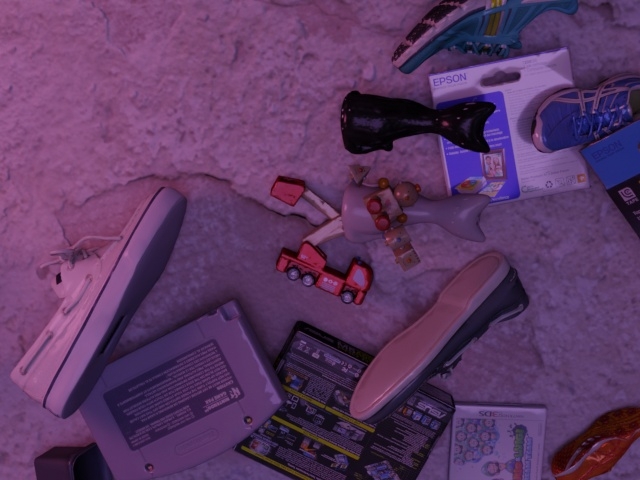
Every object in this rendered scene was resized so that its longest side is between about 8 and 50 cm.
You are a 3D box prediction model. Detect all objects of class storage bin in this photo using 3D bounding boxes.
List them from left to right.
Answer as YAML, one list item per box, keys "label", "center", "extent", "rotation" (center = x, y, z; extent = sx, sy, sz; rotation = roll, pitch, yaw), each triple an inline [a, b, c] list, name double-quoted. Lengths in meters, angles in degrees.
- label: "storage bin"
  center: [-0.372, 0.370, 1.988]
  extent: [0.091, 0.098, 0.135]
  rotation: [2, 106, 28]

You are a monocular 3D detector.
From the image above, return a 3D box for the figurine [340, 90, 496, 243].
- label: "figurine"
  center: [0.138, -0.098, 1.838]
  extent: [0.210, 0.092, 0.214]
  rotation: [4, 108, 14]

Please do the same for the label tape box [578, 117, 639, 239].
- label: "label tape box"
  center: [0.555, -0.063, 1.818]
  extent: [0.241, 0.106, 0.333]
  rotation: [-29, 104, 35]

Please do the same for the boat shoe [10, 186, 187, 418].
- label: "boat shoe"
  center: [-0.338, 0.063, 1.890]
  extent: [0.156, 0.136, 0.367]
  rotation: [31, 96, 9]

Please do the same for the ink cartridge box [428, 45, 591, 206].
- label: "ink cartridge box"
  center: [0.269, -0.158, 1.874]
  extent: [0.206, 0.045, 0.208]
  rotation: [-10, 104, 3]

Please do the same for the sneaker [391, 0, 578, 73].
- label: "sneaker"
  center: [0.228, -0.297, 1.811]
  extent: [0.275, 0.107, 0.110]
  rotation: [-27, 105, 7]

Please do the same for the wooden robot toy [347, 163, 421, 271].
- label: "wooden robot toy"
  center: [0.106, -0.045, 1.788]
  extent: [0.079, 0.076, 0.173]
  rotation: [-28, 103, 4]

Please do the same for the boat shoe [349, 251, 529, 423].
- label: "boat shoe"
  center: [0.178, 0.159, 1.893]
  extent: [0.319, 0.116, 0.099]
  rotation: [-46, 113, -10]

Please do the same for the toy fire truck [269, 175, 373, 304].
- label: "toy fire truck"
  center: [0.000, 0.000, 1.912]
  extent: [0.192, 0.047, 0.135]
  rotation: [24, 101, -6]

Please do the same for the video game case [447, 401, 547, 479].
- label: "video game case"
  center: [0.269, 0.324, 2.004]
  extent: [0.143, 0.019, 0.157]
  rotation: [2, 104, 0]

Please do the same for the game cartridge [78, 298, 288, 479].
- label: "game cartridge"
  center: [-0.204, 0.233, 1.934]
  extent: [0.294, 0.060, 0.196]
  rotation: [-27, 87, 14]

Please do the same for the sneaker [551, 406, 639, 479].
- label: "sneaker"
  center: [0.431, 0.313, 1.989]
  extent: [0.175, 0.064, 0.067]
  rotation: [-36, 121, 13]

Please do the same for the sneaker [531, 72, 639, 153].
- label: "sneaker"
  center: [0.383, -0.180, 1.812]
  extent: [0.211, 0.081, 0.080]
  rotation: [-27, 110, -19]

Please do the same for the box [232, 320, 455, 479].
- label: "box"
  center: [0.035, 0.274, 1.973]
  extent: [0.270, 0.060, 0.216]
  rotation: [26, 103, -6]
